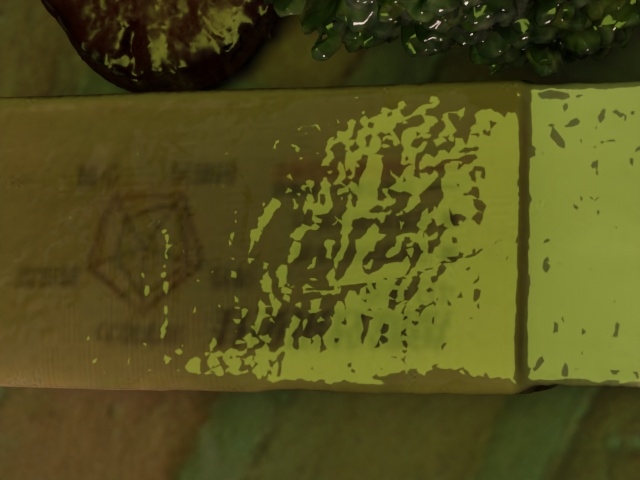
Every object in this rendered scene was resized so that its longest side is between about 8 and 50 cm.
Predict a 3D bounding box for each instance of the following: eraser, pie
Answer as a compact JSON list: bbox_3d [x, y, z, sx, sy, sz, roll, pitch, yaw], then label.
[{"bbox_3d":[0.000,0.000,0.841,0.343,0.078,0.144,0,87,18],"label":"eraser"},{"bbox_3d":[-0.079,-0.148,0.900,0.154,0.036,0.154,-1,86,19],"label":"pie"}]

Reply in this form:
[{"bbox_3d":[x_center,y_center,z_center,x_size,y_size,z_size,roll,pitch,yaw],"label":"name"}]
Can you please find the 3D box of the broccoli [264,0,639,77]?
[{"bbox_3d":[0.082,-0.207,0.769,0.245,0.288,0.248,54,134,32],"label":"broccoli"}]
